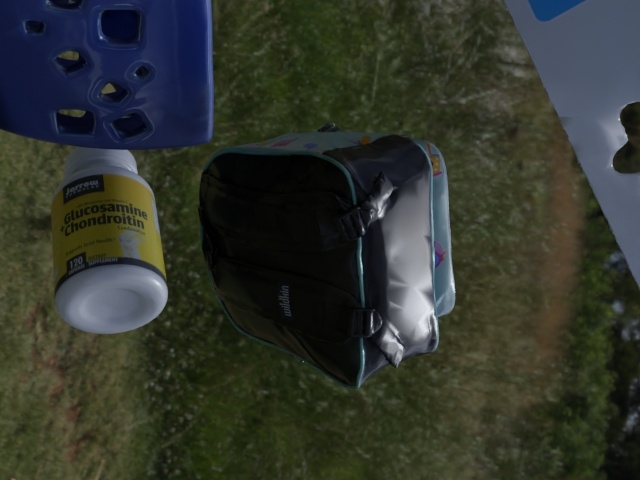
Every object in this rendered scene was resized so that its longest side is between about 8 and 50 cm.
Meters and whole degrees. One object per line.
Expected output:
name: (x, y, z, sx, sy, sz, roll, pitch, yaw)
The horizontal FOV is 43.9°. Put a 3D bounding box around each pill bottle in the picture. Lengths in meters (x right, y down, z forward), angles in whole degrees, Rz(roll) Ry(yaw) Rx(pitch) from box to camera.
pill bottle: (-0.212, -0.008, 0.786, 0.103, 0.103, 0.184, 79, -5, -54)

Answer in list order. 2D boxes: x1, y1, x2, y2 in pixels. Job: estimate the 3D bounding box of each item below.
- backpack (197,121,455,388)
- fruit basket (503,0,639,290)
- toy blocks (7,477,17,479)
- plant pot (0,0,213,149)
backpack: (0.000, 0.000, 0.578, 0.144, 0.188, 0.165, -22, 111, -43)
fruit basket: (0.273, -0.090, 0.294, 0.327, 0.353, 0.165, 51, 16, -38)
toy blocks: (-0.318, 0.246, 0.711, 0.148, 0.054, 0.123, -39, 166, 15)
plant pot: (-0.212, -0.206, 0.582, 0.236, 0.212, 0.236, 95, -26, -50)
